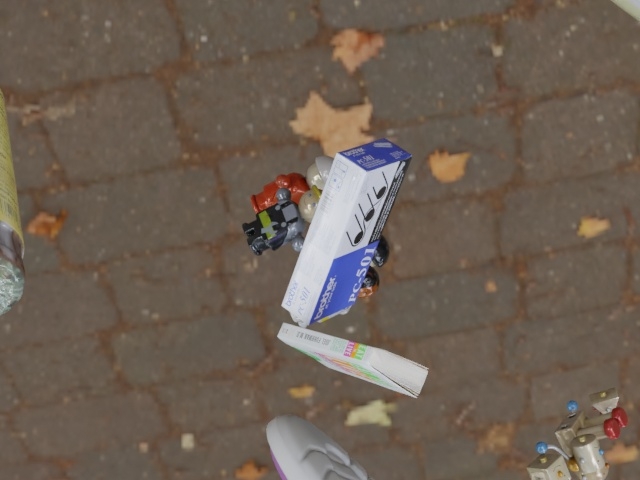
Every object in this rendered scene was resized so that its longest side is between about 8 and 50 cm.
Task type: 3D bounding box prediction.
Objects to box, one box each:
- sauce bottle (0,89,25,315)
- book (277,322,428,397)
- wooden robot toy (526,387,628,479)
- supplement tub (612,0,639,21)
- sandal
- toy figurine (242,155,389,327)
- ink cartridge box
[{"bbox_3d":[-0.299,-0.094,1.014,0.111,0.344,0.111,-10,143,-7],"label":"sauce bottle"},{"bbox_3d":[0.034,0.127,1.426,0.144,0.035,0.096,11,164,47],"label":"book"},{"bbox_3d":[0.277,0.220,1.319,0.076,0.173,0.079,-14,104,36],"label":"wooden robot toy"},{"bbox_3d":[0.310,-0.250,0.940,0.325,0.235,0.235,28,131,-28],"label":"supplement tub"},{"bbox_3d":[0.064,0.326,1.095,0.102,0.416,0.169,-41,161,5],"label":"sandal"},{"bbox_3d":[0.000,0.000,1.855,0.148,0.209,0.213,-26,103,11],"label":"toy figurine"},{"bbox_3d":[0.029,-0.010,1.464,0.097,0.046,0.207,-21,139,-52],"label":"ink cartridge box"}]
